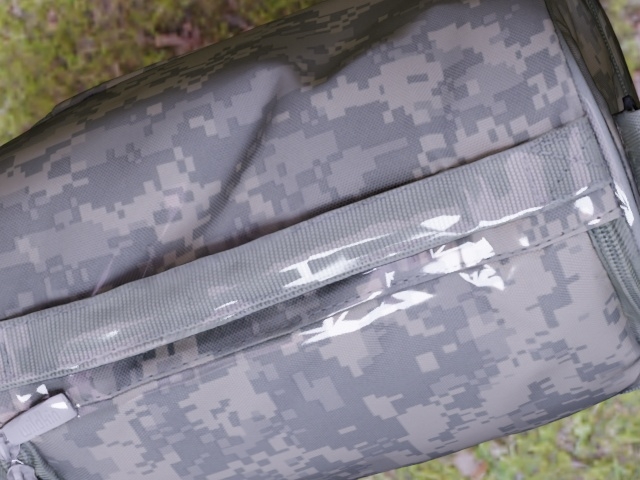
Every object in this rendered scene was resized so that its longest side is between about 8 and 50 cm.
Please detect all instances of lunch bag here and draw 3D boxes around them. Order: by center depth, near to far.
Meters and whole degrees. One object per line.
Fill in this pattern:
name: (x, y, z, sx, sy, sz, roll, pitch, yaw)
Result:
lunch bag: (0.000, 0.000, 0.754, 0.305, 0.256, 0.212, -19, 91, 12)
